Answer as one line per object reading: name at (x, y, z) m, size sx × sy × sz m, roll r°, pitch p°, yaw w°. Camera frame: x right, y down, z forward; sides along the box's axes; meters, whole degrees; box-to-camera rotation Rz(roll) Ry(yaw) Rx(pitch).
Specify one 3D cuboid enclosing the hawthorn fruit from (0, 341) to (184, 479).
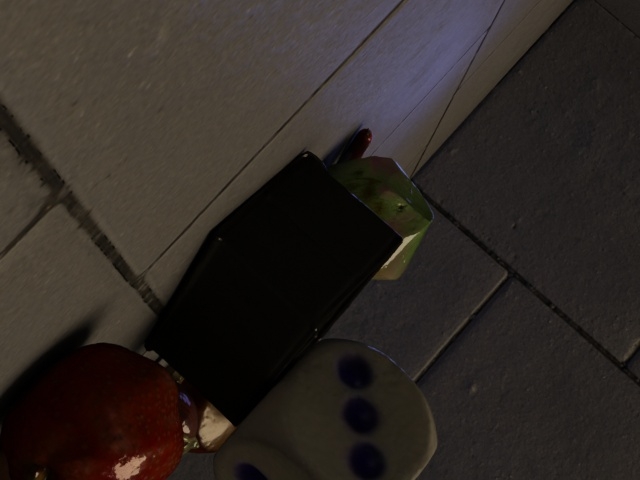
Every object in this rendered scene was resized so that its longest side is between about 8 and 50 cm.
hawthorn fruit at (-0.278, 0.234, 1.318) m, size 0.205 × 0.205 × 0.253 m, roll -51°, pitch 167°, yaw 28°

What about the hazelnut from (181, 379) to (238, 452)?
hazelnut at (-0.262, 0.354, 2.317) m, size 0.210 × 0.186 × 0.210 m, roll -45°, pitch 174°, yaw -6°

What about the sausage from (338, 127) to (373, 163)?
sausage at (0.054, -0.146, 2.118) m, size 0.034 × 0.034 × 0.253 m, roll -46°, pitch 175°, yaw -28°

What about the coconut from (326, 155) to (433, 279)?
coconut at (0.088, -0.033, 2.006) m, size 0.236 × 0.236 × 0.204 m, roll -46°, pitch 135°, yaw -24°

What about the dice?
dice at (0.009, 0.328, 1.765) m, size 0.259 × 0.251 × 0.243 m, roll -42°, pitch 171°, yaw -43°

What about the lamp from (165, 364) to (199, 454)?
lamp at (-0.290, 0.296, 2.030) m, size 0.215 × 0.151 × 0.223 m, roll -44°, pitch -141°, yaw 13°

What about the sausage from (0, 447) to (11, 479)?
sausage at (-0.427, 0.374, 1.468) m, size 0.304 × 0.121 × 0.121 m, roll -49°, pitch 175°, yaw 10°

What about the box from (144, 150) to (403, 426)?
box at (-0.078, 0.082, 1.751) m, size 0.251 × 0.204 × 0.345 m, roll -44°, pitch 173°, yaw -41°
